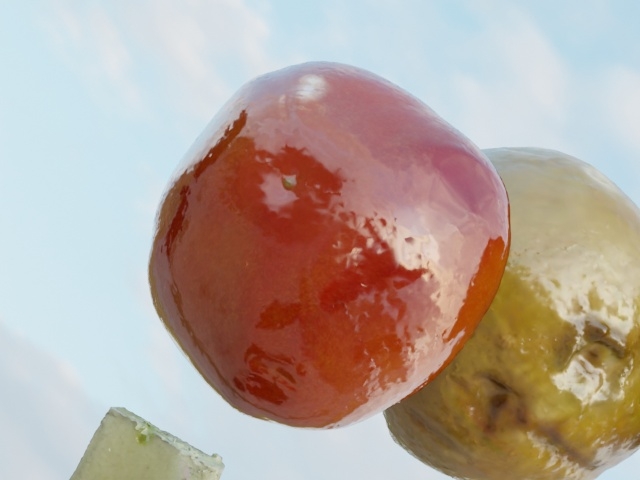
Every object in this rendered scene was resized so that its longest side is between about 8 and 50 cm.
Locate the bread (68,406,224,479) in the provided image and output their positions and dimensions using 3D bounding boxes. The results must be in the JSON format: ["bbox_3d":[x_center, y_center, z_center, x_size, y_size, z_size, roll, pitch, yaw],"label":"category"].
[{"bbox_3d":[-0.112,0.164,0.911,0.068,0.153,0.028,29,0,14],"label":"bread"}]

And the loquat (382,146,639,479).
[{"bbox_3d":[0.157,0.059,1.437,0.276,0.276,0.284,56,0,-11],"label":"loquat"}]

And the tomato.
[{"bbox_3d":[-0.003,-0.003,1.224,0.260,0.260,0.180,40,-14,24],"label":"tomato"}]
